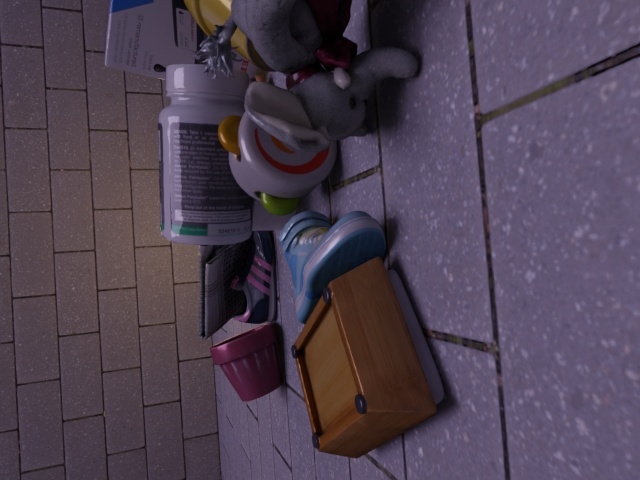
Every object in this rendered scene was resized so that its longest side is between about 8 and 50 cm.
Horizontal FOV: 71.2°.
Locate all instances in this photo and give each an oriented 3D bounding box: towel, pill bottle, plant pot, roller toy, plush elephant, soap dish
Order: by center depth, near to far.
[{"bbox_3d":[0.004,-0.255,0.616,0.330,0.255,0.272,-33,12,31],"label":"plush elephant"},{"bbox_3d":[0.052,0.198,0.701,0.291,0.118,0.229,116,145,-50],"label":"soap dish"},{"bbox_3d":[-0.073,-0.177,0.862,0.209,0.191,0.146,49,156,-5],"label":"roller toy"},{"bbox_3d":[-0.132,-0.490,0.929,0.239,0.254,0.254,58,148,26],"label":"plant pot"},{"bbox_3d":[-0.247,-0.183,0.981,0.204,0.204,0.361,-148,60,-65],"label":"pill bottle"},{"bbox_3d":[-0.204,0.365,1.329,0.180,0.201,0.201,68,157,4],"label":"plant pot"},{"bbox_3d":[-0.271,0.104,1.398,0.312,0.056,0.324,-40,-40,-58],"label":"towel"}]

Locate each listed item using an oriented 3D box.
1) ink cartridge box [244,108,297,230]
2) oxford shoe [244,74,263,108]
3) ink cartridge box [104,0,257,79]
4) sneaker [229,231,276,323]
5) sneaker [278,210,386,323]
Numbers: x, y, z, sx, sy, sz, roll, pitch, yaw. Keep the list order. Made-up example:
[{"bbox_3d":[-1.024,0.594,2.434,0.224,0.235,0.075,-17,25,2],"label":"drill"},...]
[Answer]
[{"bbox_3d":[-0.157,-0.211,1.181,0.353,0.119,0.207,-117,32,-44],"label":"ink cartridge box"},{"bbox_3d":[-0.231,-0.314,1.339,0.130,0.133,0.363,-113,29,-46],"label":"oxford shoe"},{"bbox_3d":[-0.356,-0.586,1.212,0.285,0.395,0.166,-65,36,33],"label":"ink cartridge box"},{"bbox_3d":[-0.209,0.096,1.352,0.112,0.131,0.319,171,96,-69],"label":"sneaker"},{"bbox_3d":[0.000,0.000,0.798,0.319,0.127,0.208,118,142,-52],"label":"sneaker"}]
